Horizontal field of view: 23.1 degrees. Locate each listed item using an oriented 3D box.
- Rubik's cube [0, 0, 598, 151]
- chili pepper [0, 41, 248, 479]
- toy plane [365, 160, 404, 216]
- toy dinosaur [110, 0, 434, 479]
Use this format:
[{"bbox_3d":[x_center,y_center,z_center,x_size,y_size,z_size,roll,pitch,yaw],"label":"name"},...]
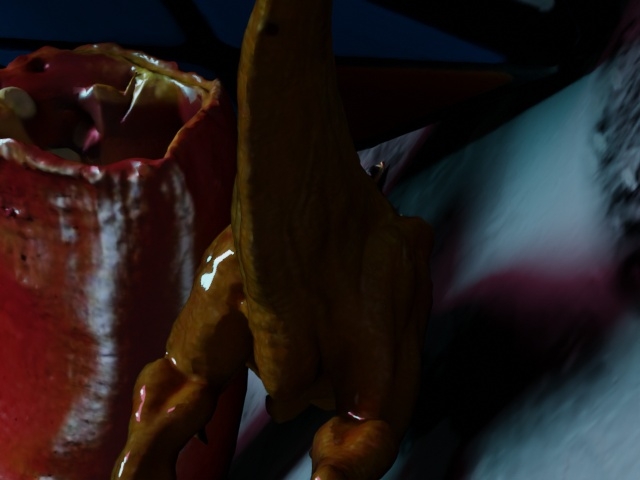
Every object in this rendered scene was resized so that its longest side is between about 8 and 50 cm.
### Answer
[{"bbox_3d":[-0.027,-0.197,0.746,0.246,0.248,0.250,-16,63,56],"label":"Rubik's cube"},{"bbox_3d":[-0.102,0.082,0.735,0.131,0.135,0.338,-60,-22,-61],"label":"chili pepper"},{"bbox_3d":[-0.005,-0.010,0.835,0.135,0.062,0.188,-14,30,31],"label":"toy plane"},{"bbox_3d":[-0.006,0.029,0.519,0.432,0.097,0.208,101,-172,-68],"label":"toy dinosaur"}]
